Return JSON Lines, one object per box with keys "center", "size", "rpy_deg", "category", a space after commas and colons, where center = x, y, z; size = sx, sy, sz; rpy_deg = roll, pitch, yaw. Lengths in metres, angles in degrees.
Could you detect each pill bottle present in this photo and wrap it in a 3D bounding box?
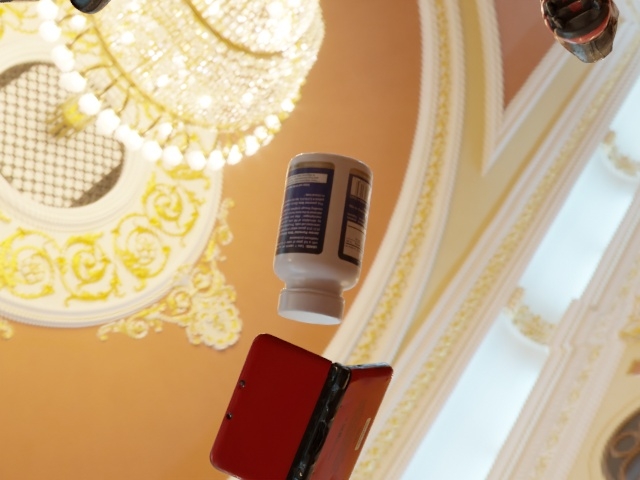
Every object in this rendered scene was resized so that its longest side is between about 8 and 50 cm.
{"center": [0.000, 0.000, 0.993], "size": [0.094, 0.094, 0.169], "rpy_deg": [19, -108, -35], "category": "pill bottle"}

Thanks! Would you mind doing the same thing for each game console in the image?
{"center": [-0.016, 0.165, 0.882], "size": [0.124, 0.085, 0.144], "rpy_deg": [5, -69, -51], "category": "game console"}

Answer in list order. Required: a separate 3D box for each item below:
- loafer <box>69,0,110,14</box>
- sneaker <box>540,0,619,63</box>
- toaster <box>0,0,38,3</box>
{"center": [-0.262, -0.367, 1.100], "size": [0.076, 0.223, 0.078], "rpy_deg": [41, -144, 15], "category": "loafer"}
{"center": [0.363, -0.366, 1.353], "size": [0.135, 0.097, 0.276], "rpy_deg": [41, -147, -47], "category": "sneaker"}
{"center": [-0.539, -0.458, 1.495], "size": [0.110, 0.168, 0.186], "rpy_deg": [-56, -30, -69], "category": "toaster"}
